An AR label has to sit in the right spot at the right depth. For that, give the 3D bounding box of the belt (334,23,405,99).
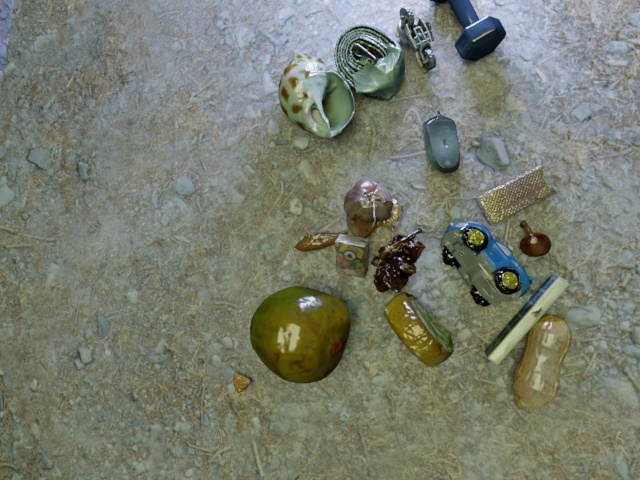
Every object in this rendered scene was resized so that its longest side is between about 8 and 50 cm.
[{"bbox_3d":[0.171,-0.612,1.609,0.257,0.150,0.207,44,107,13],"label":"belt"}]

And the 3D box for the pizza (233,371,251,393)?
[{"bbox_3d":[-0.291,0.535,1.748,0.078,0.025,0.083,-6,93,20],"label":"pizza"}]

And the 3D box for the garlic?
[{"bbox_3d":[0.194,-0.094,1.559,0.207,0.256,0.207,-7,115,-16],"label":"garlic"}]

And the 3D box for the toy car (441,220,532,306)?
[{"bbox_3d":[0.525,0.062,1.475,0.166,0.198,0.314,-29,75,-21],"label":"toy car"}]

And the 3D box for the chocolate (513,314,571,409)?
[{"bbox_3d":[0.686,0.380,1.436,0.134,0.134,0.309,20,92,15],"label":"chocolate"}]

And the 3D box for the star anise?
[{"bbox_3d":[0.244,0.069,1.554,0.126,0.190,0.220,24,66,-16],"label":"star anise"}]

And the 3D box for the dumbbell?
[{"bbox_3d":[0.473,-0.764,1.536,0.144,0.160,0.324,-35,76,43],"label":"dumbbell"}]

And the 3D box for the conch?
[{"bbox_3d":[-0.023,-0.521,1.633,0.250,0.197,0.367,-13,91,2],"label":"conch"}]

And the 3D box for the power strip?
[{"bbox_3d":[0.640,0.254,1.465,0.043,0.106,0.367,39,98,11],"label":"power strip"}]

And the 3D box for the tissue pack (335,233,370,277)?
[{"bbox_3d":[0.111,0.053,1.606,0.109,0.060,0.148,11,131,17],"label":"tissue pack"}]

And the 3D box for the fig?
[{"bbox_3d":[-0.078,0.304,1.562,0.344,0.343,0.343,-1,87,15],"label":"fig"}]

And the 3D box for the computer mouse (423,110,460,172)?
[{"bbox_3d":[0.410,-0.326,1.575,0.113,0.068,0.228,-4,75,-3],"label":"computer mouse"}]

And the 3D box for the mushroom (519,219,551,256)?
[{"bbox_3d":[0.674,-0.004,1.487,0.088,0.073,0.129,-42,74,41],"label":"mushroom"}]

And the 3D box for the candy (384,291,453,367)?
[{"bbox_3d":[0.313,0.280,1.476,0.118,0.260,0.260,-43,78,10],"label":"candy"}]

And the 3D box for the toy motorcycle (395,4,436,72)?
[{"bbox_3d":[0.328,-0.686,1.597,0.094,0.130,0.229,-29,94,-8],"label":"toy motorcycle"}]

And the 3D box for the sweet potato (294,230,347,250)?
[{"bbox_3d":[0.000,0.000,1.677,0.206,0.060,0.068,-13,123,5],"label":"sweet potato"}]

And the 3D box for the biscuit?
[{"bbox_3d":[0.623,-0.143,1.484,0.239,0.062,0.108,-27,92,1],"label":"biscuit"}]
